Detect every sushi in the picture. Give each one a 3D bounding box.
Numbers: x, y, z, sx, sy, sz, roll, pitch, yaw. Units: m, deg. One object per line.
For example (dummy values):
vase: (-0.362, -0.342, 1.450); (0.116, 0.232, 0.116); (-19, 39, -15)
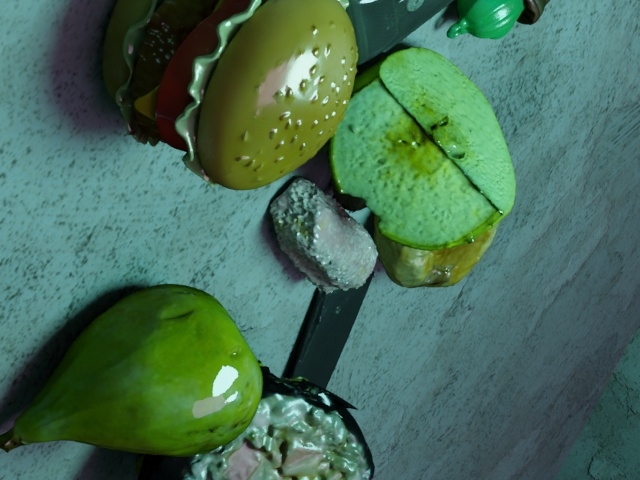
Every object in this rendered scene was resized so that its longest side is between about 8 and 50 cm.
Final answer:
sushi: (-0.119, 0.327, 2.061); (0.329, 0.285, 0.328); (24, 97, -26)

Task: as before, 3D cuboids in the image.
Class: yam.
yam: (0.080, -0.091, 2.073); (0.127, 0.084, 0.084); (-17, 137, -49)

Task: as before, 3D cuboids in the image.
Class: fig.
fig: (-0.211, 0.194, 1.744); (0.314, 0.233, 0.233); (-45, 155, -32)

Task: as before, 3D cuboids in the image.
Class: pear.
pear: (0.138, -0.139, 1.977); (0.159, 0.292, 0.292); (-36, 168, 35)

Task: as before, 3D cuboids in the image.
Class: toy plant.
toy plant: (0.263, -0.347, 2.051); (0.200, 0.105, 0.143); (-34, 166, -2)

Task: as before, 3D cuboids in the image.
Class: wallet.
wallet: (0.002, 0.176, 2.339); (0.146, 0.030, 0.285); (-25, 142, -53)
wallet: (0.127, -0.337, 1.811); (0.245, 0.052, 0.168); (-35, 148, -13)

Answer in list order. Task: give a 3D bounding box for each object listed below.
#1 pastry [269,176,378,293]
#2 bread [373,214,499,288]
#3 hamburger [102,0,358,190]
pastry: (0.011, 0.007, 2.039); (0.103, 0.112, 0.265); (-58, 157, -10)
bread: (0.179, -0.026, 2.272); (0.244, 0.134, 0.244); (-38, 152, -25)
hamburger: (-0.079, -0.183, 1.506); (0.274, 0.212, 0.274); (-41, 153, -26)
